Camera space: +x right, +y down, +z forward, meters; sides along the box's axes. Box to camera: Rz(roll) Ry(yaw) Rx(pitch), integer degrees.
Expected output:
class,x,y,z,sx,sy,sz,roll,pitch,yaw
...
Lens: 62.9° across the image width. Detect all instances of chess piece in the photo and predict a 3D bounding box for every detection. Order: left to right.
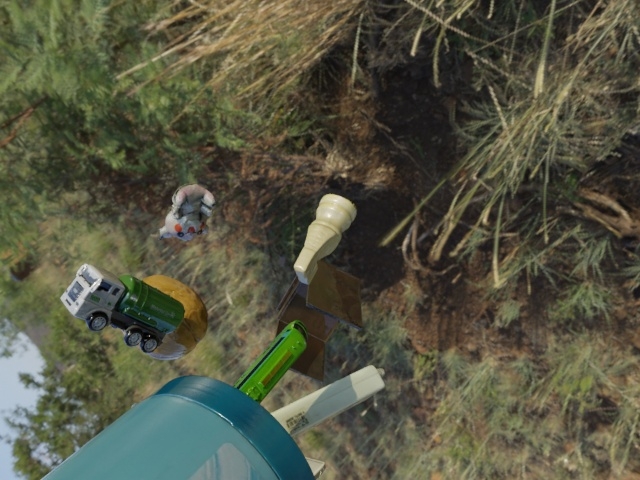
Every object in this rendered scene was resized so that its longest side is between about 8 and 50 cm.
class,x,y,z,sx,sy,sz,roll,pitch,yaw
chess piece,0.000,0.000,1.134,0.090,0.201,0.090,23,153,12

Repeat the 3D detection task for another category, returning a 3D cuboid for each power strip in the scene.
class,x,y,z,sx,sy,sz,roll,pitch,yaw
power strip,0.009,0.337,1.071,0.058,0.338,0.098,59,142,20

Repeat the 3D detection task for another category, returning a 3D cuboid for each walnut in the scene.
class,x,y,z,sx,sy,sz,roll,pitch,yaw
walnut,-0.393,0.194,1.310,0.225,0.193,0.193,27,152,4

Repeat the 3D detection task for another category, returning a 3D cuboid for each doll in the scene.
class,x,y,z,sx,sy,sz,roll,pitch,yaw
doll,-0.381,-0.077,1.495,0.095,0.149,0.192,51,134,34

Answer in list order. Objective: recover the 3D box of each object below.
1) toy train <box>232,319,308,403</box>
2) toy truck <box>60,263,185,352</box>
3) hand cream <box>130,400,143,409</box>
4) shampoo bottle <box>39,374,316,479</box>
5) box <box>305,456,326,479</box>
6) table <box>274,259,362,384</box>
class,x,y,z,sx,sy,sz,roll,pitch,yaw
toy train,-0.076,0.202,0.854,0.042,0.209,0.044,-21,109,48
toy truck,-0.399,0.140,1.088,0.101,0.125,0.242,27,172,43
hand cream,-0.536,0.593,1.813,0.058,0.091,0.271,21,176,37
shampoo bottle,-0.221,0.404,0.661,0.330,0.342,0.332,12,115,28
box,-0.081,0.683,1.473,0.109,0.198,0.029,-3,104,36
table,-0.015,0.240,1.630,0.196,0.282,0.251,28,115,-11
